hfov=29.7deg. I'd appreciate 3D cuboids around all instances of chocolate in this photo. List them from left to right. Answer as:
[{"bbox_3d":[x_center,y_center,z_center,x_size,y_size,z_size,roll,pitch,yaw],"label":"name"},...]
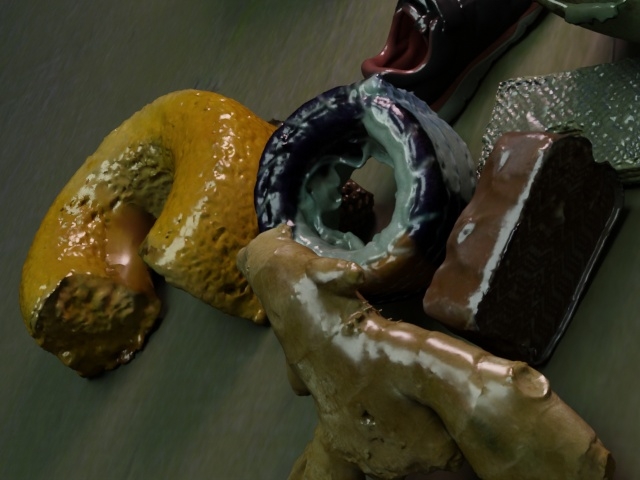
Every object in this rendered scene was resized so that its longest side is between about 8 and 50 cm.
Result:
[{"bbox_3d":[0.192,0.002,1.156,0.093,0.148,0.214,19,81,44],"label":"chocolate"}]

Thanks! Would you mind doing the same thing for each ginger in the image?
[{"bbox_3d":[0.063,0.131,1.111,0.363,0.122,0.348,-21,89,44],"label":"ginger"}]

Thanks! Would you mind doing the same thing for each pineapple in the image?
[{"bbox_3d":[0.000,0.000,1.428,0.074,0.074,0.159,28,84,52],"label":"pineapple"}]

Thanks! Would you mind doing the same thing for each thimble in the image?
[{"bbox_3d":[0.052,-0.052,1.290,0.237,0.150,0.237,-5,80,29],"label":"thimble"}]

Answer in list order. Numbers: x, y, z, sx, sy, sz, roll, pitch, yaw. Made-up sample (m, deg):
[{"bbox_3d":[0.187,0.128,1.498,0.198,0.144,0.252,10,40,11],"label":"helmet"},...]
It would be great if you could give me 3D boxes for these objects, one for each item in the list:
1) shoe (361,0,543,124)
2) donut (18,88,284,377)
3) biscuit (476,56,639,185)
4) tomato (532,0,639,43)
[{"bbox_3d":[0.152,-0.259,1.418,0.291,0.137,0.114,-50,39,1],"label":"shoe"},{"bbox_3d":[-0.220,-0.029,1.598,0.435,0.163,0.378,-26,44,31],"label":"donut"},{"bbox_3d":[0.275,-0.116,1.254,0.250,0.046,0.147,-4,58,44],"label":"biscuit"},{"bbox_3d":[0.319,-0.319,1.175,0.303,0.303,0.239,43,126,52],"label":"tomato"}]
